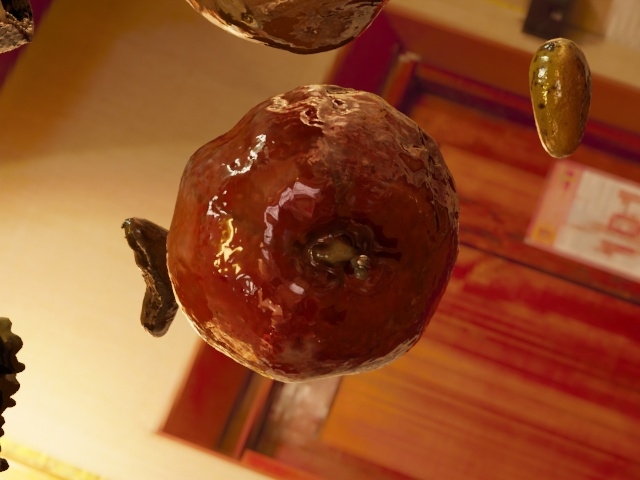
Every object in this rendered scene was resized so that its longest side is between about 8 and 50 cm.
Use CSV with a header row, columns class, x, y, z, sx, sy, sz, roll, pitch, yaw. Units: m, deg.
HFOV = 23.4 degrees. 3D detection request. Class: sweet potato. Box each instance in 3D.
class,x,y,z,sx,sy,sz,roll,pitch,yaw
sweet potato,-0.160,0.042,1.565,0.054,0.053,0.182,-42,-30,-31
sweet potato,-0.013,-0.158,0.867,0.359,0.112,0.112,12,81,61

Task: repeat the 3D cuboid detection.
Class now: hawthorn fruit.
class,x,y,z,sx,sy,sz,roll,pitch,yaw
hawthorn fruit,0.000,0.000,1.184,0.271,0.242,0.241,-117,44,-79

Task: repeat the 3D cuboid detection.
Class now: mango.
class,x,y,z,sx,sy,sz,roll,pitch,yaw
mango,0.227,-0.134,1.461,0.079,0.057,0.114,-30,-61,-70

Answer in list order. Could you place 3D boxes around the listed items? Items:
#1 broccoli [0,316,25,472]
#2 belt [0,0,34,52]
class,x,y,z,sx,sy,sz,roll,pitch,yaw
broccoli,-0.429,0.198,1.469,0.334,0.324,0.272,67,-176,-63
belt,-0.256,-0.151,0.998,0.359,0.094,0.126,-96,-9,-71
